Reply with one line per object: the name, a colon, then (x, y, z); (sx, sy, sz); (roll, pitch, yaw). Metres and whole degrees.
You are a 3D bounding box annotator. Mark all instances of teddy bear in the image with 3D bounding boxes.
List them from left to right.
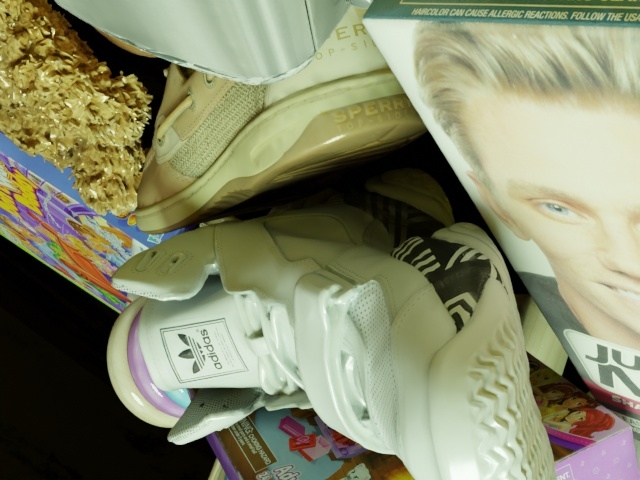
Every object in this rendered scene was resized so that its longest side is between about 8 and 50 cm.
teddy bear: (-0.225, -0.141, 0.815); (0.338, 0.113, 0.245); (48, 173, -37)

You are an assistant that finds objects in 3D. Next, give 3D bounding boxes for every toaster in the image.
toaster: (-0.074, -0.166, 0.477); (0.227, 0.129, 0.146); (23, 160, 23)

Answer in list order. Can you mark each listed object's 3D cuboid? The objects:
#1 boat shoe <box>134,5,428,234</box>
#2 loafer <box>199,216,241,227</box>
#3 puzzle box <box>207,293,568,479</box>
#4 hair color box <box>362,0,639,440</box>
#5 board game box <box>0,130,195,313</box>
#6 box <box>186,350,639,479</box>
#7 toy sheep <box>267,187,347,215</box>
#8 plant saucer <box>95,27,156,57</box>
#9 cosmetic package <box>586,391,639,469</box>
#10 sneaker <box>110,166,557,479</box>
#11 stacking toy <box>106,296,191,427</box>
boat shoe: (-0.045, -0.080, 0.684); (0.341, 0.121, 0.110); (-20, 86, 61)
loafer: (-0.095, 0.015, 1.037); (0.056, 0.050, 0.148); (29, 160, 12)
puzzle box: (0.027, 0.179, 0.905); (0.052, 0.272, 0.409); (28, 164, -25)
hair color box: (0.180, -0.009, 0.488); (0.174, 0.105, 0.347); (13, 151, 43)
board game box: (-0.258, -0.030, 1.141); (0.233, 0.078, 0.347); (33, 160, 0)
box: (0.037, 0.119, 0.683); (0.293, 0.200, 0.057); (-142, 33, -64)
toy sheep: (0.000, 0.000, 0.812); (0.132, 0.091, 0.091); (2, 147, 25)
plant saucer: (-0.146, -0.162, 0.761); (0.083, 0.013, 0.083); (29, 161, 11)
cosmetic package: (0.358, 0.283, 0.732); (0.453, 0.161, 0.230); (32, 142, 5)
sneaker: (-0.004, 0.065, 0.591); (0.366, 0.210, 0.137); (-102, -5, -73)
stacking toy: (-0.065, 0.088, 0.964); (0.141, 0.141, 0.330); (42, 146, -22)
